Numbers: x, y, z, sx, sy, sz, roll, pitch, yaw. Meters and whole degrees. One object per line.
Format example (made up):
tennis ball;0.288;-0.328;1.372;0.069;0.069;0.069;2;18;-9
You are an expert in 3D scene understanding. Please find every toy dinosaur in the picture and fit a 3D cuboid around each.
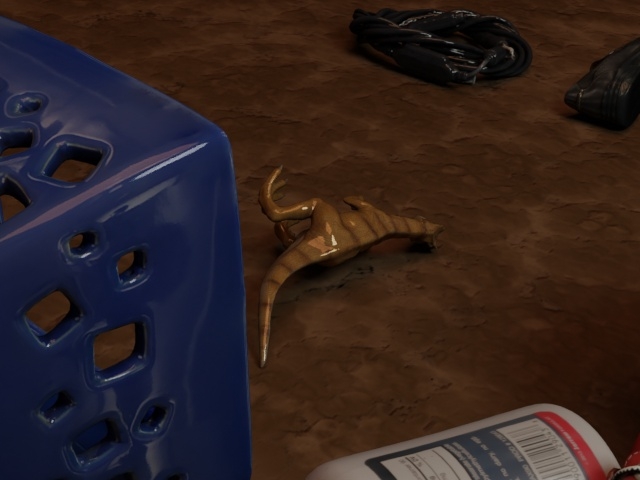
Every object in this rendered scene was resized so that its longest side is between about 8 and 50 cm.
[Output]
toy dinosaur;0.000;0.000;0.924;0.112;0.064;0.211;30;38;36

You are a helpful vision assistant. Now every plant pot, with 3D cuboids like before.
plant pot;-0.187;0.043;0.662;0.236;0.236;0.212;27;43;35

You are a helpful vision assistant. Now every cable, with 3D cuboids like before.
cable;0.116;-0.206;1.328;0.184;0.047;0.150;22;34;31

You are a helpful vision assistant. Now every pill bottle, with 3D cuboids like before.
pill bottle;0.046;0.146;0.620;0.180;0.108;0.108;-11;32;-25

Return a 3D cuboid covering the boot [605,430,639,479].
boot;0.092;0.158;0.548;0.244;0.088;0.176;5;63;-10

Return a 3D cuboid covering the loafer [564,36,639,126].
loafer;0.282;-0.159;1.255;0.061;0.062;0.170;13;28;25
